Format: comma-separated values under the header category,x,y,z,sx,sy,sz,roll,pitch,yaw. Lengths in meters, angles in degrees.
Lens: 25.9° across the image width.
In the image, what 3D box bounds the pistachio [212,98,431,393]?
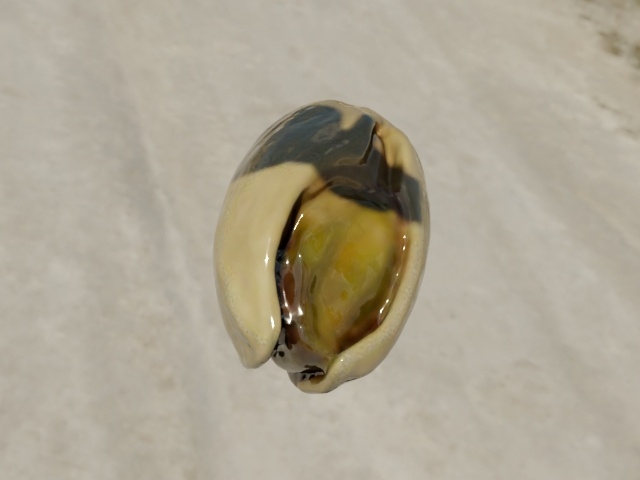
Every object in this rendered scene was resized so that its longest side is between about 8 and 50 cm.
category,x,y,z,sx,sy,sz,roll,pitch,yaw
pistachio,0.000,0.000,0.905,0.138,0.153,0.238,23,34,-8
